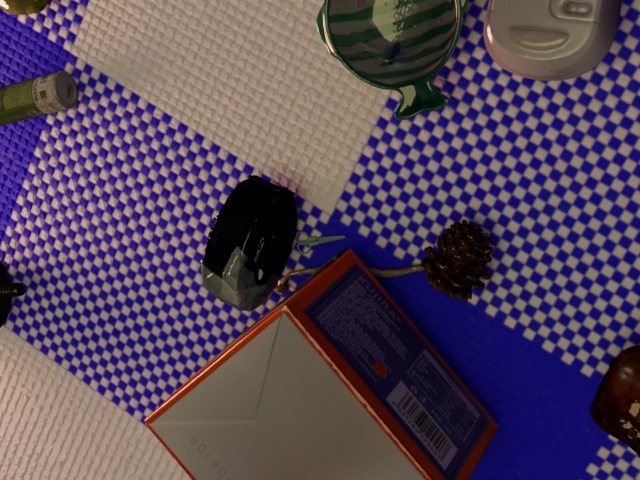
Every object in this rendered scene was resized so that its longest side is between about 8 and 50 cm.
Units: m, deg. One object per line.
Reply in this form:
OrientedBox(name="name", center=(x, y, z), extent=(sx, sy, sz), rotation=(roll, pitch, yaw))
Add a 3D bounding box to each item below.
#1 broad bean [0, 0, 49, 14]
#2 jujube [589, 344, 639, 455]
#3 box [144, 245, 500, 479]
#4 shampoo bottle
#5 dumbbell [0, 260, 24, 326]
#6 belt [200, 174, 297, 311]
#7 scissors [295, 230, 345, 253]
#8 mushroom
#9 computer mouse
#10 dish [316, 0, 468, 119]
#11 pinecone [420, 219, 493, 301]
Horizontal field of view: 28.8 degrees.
OrientedBox(name="broad bean", center=(-0.472, -0.428, 1.915), extent=(0.124, 0.082, 0.174), rotation=(-23, 94, 30))
OrientedBox(name="jujube", center=(0.511, 0.245, 1.573), extent=(0.342, 0.216, 0.216), rotation=(23, 112, 23))
OrientedBox(name="box", center=(0.009, 0.256, 1.764), extent=(0.348, 0.257, 0.318), rotation=(49, 121, 1))
OrientedBox(name="shampoo bottle", center=(-0.486, -0.219, 1.987), extent=(0.205, 0.065, 0.065), rotation=(-10, 99, 27))
OrientedBox(name="dumbbell", center=(-0.629, 0.092, 2.091), extent=(0.326, 0.143, 0.143), rotation=(-6, 101, 26))
OrientedBox(name="belt", center=(-0.103, 0.009, 1.817), extent=(0.078, 0.151, 0.198), rotation=(24, 113, 22))
OrientedBox(name="scissors", center=(0.000, 0.000, 1.851), extent=(0.083, 0.006, 0.036), rotation=(-7, 99, 28))
OrientedBox(name="mushroom", center=(0.052, 0.047, 1.834), extent=(0.286, 0.026, 0.028), rotation=(-9, 115, 25))
OrientedBox(name="computer mouse", center=(0.304, -0.346, 1.558), extent=(0.184, 0.121, 0.296), rotation=(6, 92, 25))
OrientedBox(name="dish", center=(0.113, -0.292, 1.681), extent=(0.224, 0.078, 0.246), rotation=(-15, 96, 28))
OrientedBox(name="pinecone", center=(0.189, 0.024, 1.719), extent=(0.102, 0.102, 0.109), rotation=(18, 109, 20))
